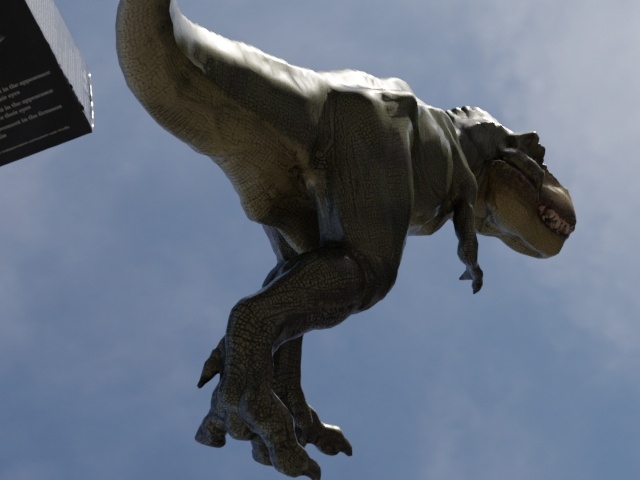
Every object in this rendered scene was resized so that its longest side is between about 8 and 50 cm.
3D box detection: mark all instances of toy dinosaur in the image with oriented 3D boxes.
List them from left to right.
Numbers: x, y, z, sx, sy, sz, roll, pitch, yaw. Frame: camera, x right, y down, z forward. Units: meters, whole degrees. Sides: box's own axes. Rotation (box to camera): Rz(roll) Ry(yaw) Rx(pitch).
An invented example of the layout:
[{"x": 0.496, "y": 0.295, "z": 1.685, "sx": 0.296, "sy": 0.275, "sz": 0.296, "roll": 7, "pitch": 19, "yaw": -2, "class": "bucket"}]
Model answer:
[{"x": 0.000, "y": 0.000, "z": 0.399, "sx": 0.268, "sy": 0.064, "sz": 0.118, "roll": 18, "pitch": -95, "yaw": -64, "class": "toy dinosaur"}]

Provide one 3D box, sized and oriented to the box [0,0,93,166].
[{"x": -0.297, "y": -0.168, "z": 1.221, "sx": 0.153, "sy": 0.108, "sz": 0.207, "roll": -19, "pitch": -53, "yaw": 4, "class": "box"}]
